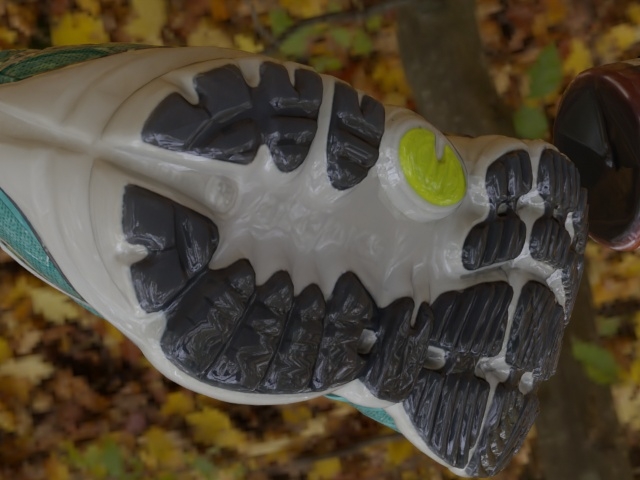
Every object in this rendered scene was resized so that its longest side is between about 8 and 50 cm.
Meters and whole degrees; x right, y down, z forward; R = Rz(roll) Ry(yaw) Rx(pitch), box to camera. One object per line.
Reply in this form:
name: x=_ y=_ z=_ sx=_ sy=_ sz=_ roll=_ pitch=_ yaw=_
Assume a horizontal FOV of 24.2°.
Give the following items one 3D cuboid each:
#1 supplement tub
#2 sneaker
supplement tub: x=0.239 y=-0.061 z=0.845 sx=0.197 sy=0.106 sz=0.106 roll=-11 pitch=166 yaw=-21
sneaker: x=0.000 y=0.000 z=0.452 sx=0.110 sy=0.107 sz=0.275 roll=16 pitch=173 yaw=37
